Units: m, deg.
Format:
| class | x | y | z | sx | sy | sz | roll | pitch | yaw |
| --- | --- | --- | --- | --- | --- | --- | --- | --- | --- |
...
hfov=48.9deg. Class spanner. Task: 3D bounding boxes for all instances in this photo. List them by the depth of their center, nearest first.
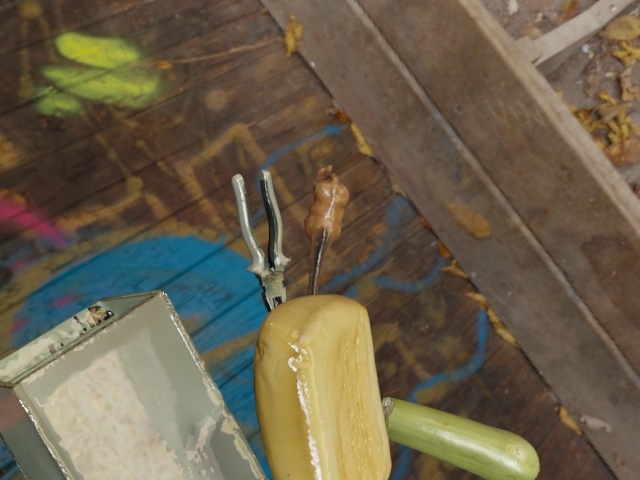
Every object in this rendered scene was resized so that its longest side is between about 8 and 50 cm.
| class | x | y | z | sx | sy | sz | roll | pitch | yaw |
| --- | --- | --- | --- | --- | --- | --- | --- | --- | --- |
| spanner | -0.112 | 0.018 | 1.455 | 0.040 | 0.095 | 0.325 | -1 | 101 | 62 |

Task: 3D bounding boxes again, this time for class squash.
| class | x | y | z | sx | sy | sz | roll | pitch | yaw |
| --- | --- | --- | --- | --- | --- | --- | --- | --- | --- |
| squash | 0.204 | 0.303 | 1.062 | 0.250 | 0.083 | 0.083 | 16 | 134 | 14 |

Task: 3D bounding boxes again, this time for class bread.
| class | x | y | z | sx | sy | sz | roll | pitch | yaw |
| --- | --- | --- | --- | --- | --- | --- | --- | --- | --- |
| bread | -0.004 | 0.161 | 0.684 | 0.098 | 0.147 | 0.217 | -3 | 95 | 39 |

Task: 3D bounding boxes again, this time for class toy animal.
| class | x | y | z | sx | sy | sz | roll | pitch | yaw |
| --- | --- | --- | --- | --- | --- | --- | --- | --- | --- |
| toy animal | 0.000 | 0.000 | 1.191 | 0.066 | 0.230 | 0.224 | 11 | 112 | -7 |

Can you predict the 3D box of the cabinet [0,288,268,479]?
| class | x | y | z | sx | sy | sz | roll | pitch | yaw |
| --- | --- | --- | --- | --- | --- | --- | --- | --- | --- |
| cabinet | -0.179 | 0.171 | 0.625 | 0.150 | 0.145 | 0.206 | -11 | 109 | 51 |
